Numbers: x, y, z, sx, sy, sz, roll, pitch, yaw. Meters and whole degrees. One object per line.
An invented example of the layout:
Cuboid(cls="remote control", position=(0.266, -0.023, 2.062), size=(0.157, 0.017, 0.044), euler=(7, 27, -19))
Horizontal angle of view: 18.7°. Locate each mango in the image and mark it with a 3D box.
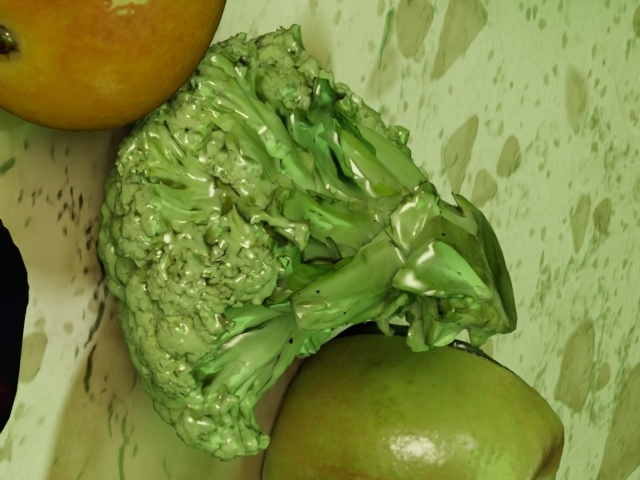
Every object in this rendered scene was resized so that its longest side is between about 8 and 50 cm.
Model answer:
Cuboid(cls="mango", position=(-0.118, -0.184, 1.012), size=(0.175, 0.139, 0.254), euler=(27, 70, -62))

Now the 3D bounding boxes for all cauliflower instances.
Cuboid(cls="cauliflower", position=(0.000, 0.000, 1.159), size=(0.275, 0.250, 0.272), euler=(-59, 147, -37))

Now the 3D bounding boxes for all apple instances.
Cuboid(cls="apple", position=(0.064, 0.163, 1.382), size=(0.174, 0.188, 0.207), euler=(-23, 123, -59))

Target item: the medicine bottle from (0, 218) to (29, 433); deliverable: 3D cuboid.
Cuboid(cls="medicine bottle", position=(-0.291, 0.129, 0.725), size=(0.395, 0.242, 0.242), euler=(-62, 146, -31))
